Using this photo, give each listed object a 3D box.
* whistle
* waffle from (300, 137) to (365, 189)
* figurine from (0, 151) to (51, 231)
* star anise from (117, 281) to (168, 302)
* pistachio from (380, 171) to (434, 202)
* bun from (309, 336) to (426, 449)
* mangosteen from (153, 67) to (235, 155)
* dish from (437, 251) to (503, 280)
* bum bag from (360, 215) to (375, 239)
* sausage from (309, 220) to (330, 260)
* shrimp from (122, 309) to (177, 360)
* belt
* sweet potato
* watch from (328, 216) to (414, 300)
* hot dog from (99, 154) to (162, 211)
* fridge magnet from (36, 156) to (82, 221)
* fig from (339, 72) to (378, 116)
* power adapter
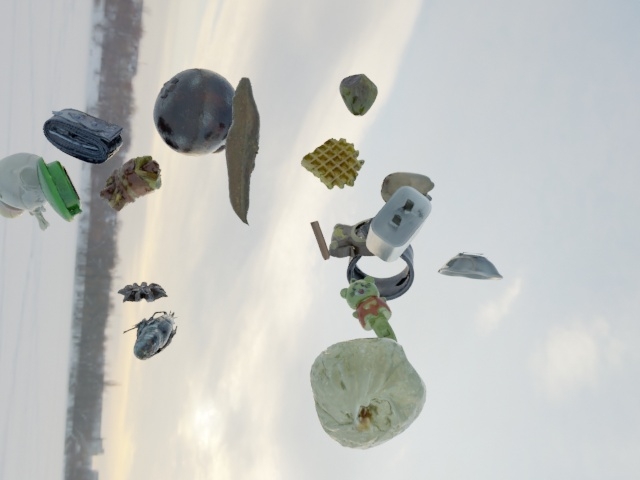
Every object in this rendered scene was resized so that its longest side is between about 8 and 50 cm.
[{"bbox_3d":[0.173,0.238,2.098,0.288,0.131,0.106,59,-9,33],"label":"whistle"},{"bbox_3d":[0.074,-0.302,2.451,0.219,0.229,0.057,44,-25,19],"label":"waffle"},{"bbox_3d":[-1.059,-0.144,2.181,0.394,0.227,0.274,-19,-78,49],"label":"figurine"},{"bbox_3d":[-0.673,0.192,2.347,0.182,0.195,0.065,-109,-161,-78],"label":"star anise"},{"bbox_3d":[0.319,-0.187,2.279,0.131,0.206,0.129,-101,-165,-57],"label":"pistachio"},{"bbox_3d":[0.134,0.454,1.773,0.352,0.349,0.227,-51,-162,22],"label":"bun"},{"bbox_3d":[-0.373,-0.389,1.920,0.288,0.288,0.287,-176,-90,-69],"label":"mangosteen"},{"bbox_3d":[0.521,0.087,2.143,0.229,0.230,0.081,170,-72,-68],"label":"dish"},{"bbox_3d":[0.265,-0.092,2.401,0.248,0.102,0.069,-44,-167,6],"label":"bum bag"},{"bbox_3d":[0.000,0.000,1.719,0.026,0.026,0.116,-23,-94,66],"label":"sausage"},{"bbox_3d":[-0.629,0.334,2.303,0.137,0.172,0.372,-59,-173,5],"label":"shrimp"},{"bbox_3d":[-0.719,-0.325,1.894,0.128,0.218,0.122,-71,-176,-55],"label":"belt"},{"bbox_3d":[-0.144,-0.164,1.138,0.067,0.067,0.273,-165,-104,-68],"label":"sweet potato"},{"bbox_3d":[0.226,0.087,2.620,0.314,0.335,0.326,-78,159,-58],"label":"watch"},{"bbox_3d":[-0.608,-0.190,1.977,0.146,0.213,0.103,55,-4,22],"label":"hot dog"},{"bbox_3d":[-0.772,-0.153,1.823,0.208,0.088,0.208,55,-18,27],"label":"fridge magnet"},{"bbox_3d":[0.154,-0.572,2.441,0.144,0.154,0.165,6,-79,47],"label":"fig"},{"bbox_3d":[0.233,-0.055,1.845,0.187,0.124,0.255,-51,170,-12],"label":"power adapter"}]
